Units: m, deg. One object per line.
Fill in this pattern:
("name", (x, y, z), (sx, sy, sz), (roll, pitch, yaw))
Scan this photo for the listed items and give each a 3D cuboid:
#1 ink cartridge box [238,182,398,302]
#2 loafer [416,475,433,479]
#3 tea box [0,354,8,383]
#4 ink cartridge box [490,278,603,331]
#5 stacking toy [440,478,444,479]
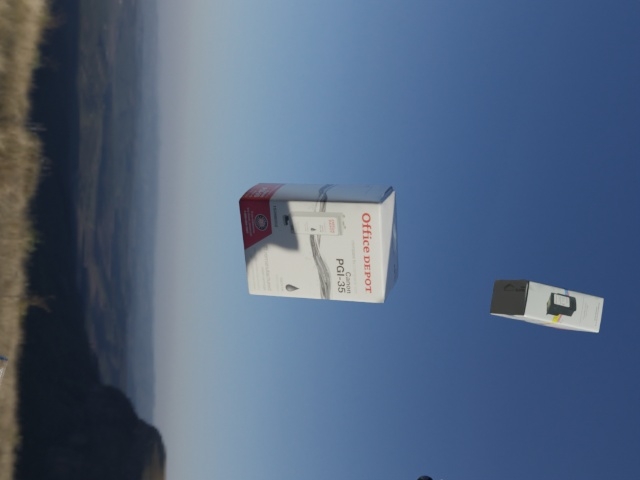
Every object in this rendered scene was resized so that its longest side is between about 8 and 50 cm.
("ink cartridge box", (0.000, 0.000, 1.420), (0.117, 0.282, 0.207), (-48, 137, -63))
("loafer", (0.200, 0.677, 1.826), (0.078, 0.223, 0.076), (18, -31, 50))
("tea box", (-0.606, 0.187, 0.815), (0.323, 0.328, 0.220), (70, 30, -72))
("ink cartridge box", (0.445, 0.130, 1.447), (0.127, 0.175, 0.072), (169, -68, -72))
("stacking toy", (0.283, 0.608, 1.452), (0.167, 0.052, 0.221), (24, -60, 46))
